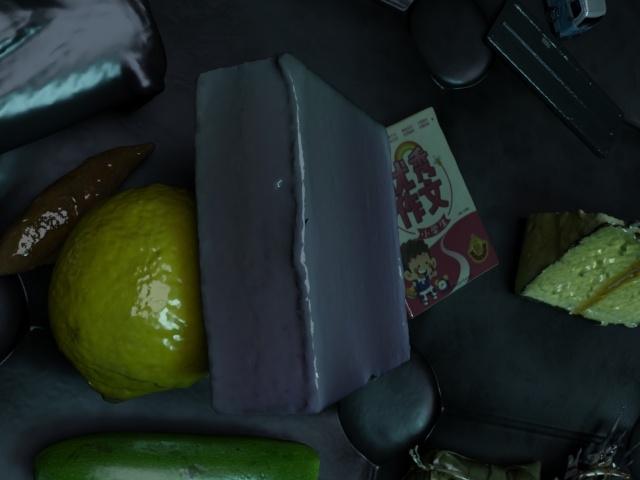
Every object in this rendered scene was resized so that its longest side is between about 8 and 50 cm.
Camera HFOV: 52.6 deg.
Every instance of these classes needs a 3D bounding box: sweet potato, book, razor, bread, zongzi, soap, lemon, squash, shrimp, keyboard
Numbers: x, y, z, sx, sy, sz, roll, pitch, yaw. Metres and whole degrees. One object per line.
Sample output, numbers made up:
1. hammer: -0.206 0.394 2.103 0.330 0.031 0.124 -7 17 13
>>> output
1. sweet potato: -0.240 -0.035 0.636 0.206 0.060 0.068 -50 143 -23
2. book: 0.127 -0.038 0.831 0.162 0.022 0.232 -27 97 -26
3. razor: -0.322 -0.172 0.576 0.349 0.113 0.204 -24 96 -28
4. bread: 0.404 0.033 0.909 0.266 0.142 0.178 18 118 -25
5. zongzi: 0.193 0.283 0.815 0.189 0.081 0.178 46 45 0
6. soap: 0.000 0.000 0.628 0.296 0.107 0.285 11 75 -69
7. lemon: -0.155 0.045 0.602 0.180 0.180 0.193 46 52 -14
8. squash: -0.128 0.233 0.643 0.292 0.082 0.082 10 80 -25
9. shrimp: 0.341 0.351 0.830 0.116 0.145 0.343 46 58 9
10. keyboard: 0.318 -0.273 0.948 0.381 0.041 0.103 41 68 -23

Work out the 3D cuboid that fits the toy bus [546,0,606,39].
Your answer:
1. toy bus: 0.375 -0.370 0.959 0.060 0.075 0.123 -17 92 -27
